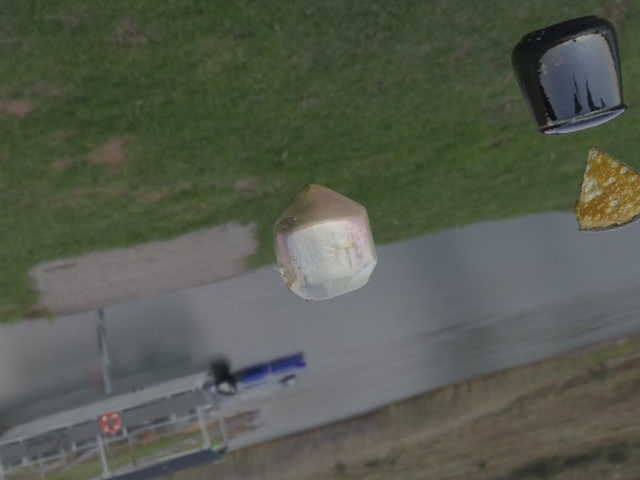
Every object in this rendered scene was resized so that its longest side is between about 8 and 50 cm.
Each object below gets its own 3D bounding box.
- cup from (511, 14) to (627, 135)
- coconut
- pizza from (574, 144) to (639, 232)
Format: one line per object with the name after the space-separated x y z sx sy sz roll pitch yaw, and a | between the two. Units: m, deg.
0.418 -0.268 1.438 0.169 0.177 0.223 -16 -178 23 | cup
0.000 0.000 1.380 0.170 0.183 0.171 -20 -177 1 | coconut
0.361 -0.069 1.069 0.123 0.109 0.026 -24 167 27 | pizza
